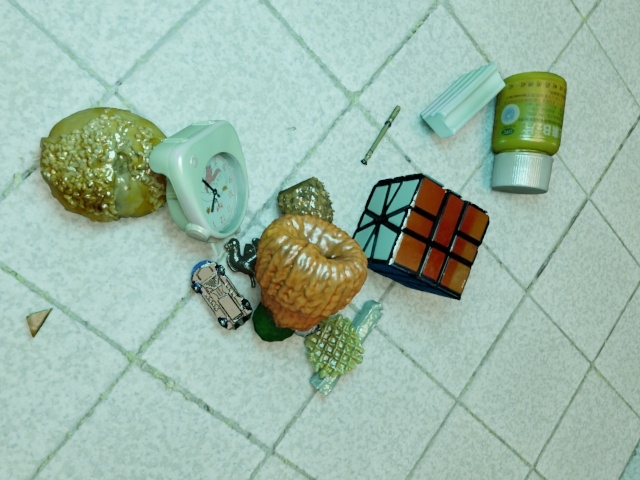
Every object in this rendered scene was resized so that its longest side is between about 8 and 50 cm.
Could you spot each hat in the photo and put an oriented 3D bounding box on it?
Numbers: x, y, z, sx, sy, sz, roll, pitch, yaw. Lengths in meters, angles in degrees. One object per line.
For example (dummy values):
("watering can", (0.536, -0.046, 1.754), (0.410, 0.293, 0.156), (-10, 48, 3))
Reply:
("hat", (-0.074, 0.145, 1.169), (0.285, 0.285, 0.400), (16, 116, -22))

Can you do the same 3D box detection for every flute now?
("flute", (0.199, -0.345, 1.454), (0.027, 0.027, 0.233), (36, 78, -20))

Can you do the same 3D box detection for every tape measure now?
("tape measure", (-0.046, 0.247, 1.353), (0.094, 0.054, 0.091), (-9, 76, -4))

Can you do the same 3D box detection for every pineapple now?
("pineapple", (-0.003, 0.001, 1.320), (0.165, 0.165, 0.365), (-27, 104, -19))

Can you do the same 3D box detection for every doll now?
("doll", (-0.197, 0.050, 1.295), (0.139, 0.057, 0.165), (-43, 102, -12))

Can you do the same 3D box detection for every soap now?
("soap", (0.460, -0.454, 1.477), (0.289, 0.173, 0.095), (-43, 107, -15))

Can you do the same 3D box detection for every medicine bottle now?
("medicine bottle", (0.715, -0.364, 1.560), (0.224, 0.224, 0.385), (7, 90, -22))

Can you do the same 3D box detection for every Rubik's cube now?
("Rubik's cube", (0.291, -0.012, 1.369), (0.283, 0.288, 0.294), (28, 83, -20))

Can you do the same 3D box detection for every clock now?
("clock", (-0.289, -0.127, 1.153), (0.265, 0.108, 0.324), (-58, 145, -53))

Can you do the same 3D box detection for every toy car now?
("toy car", (-0.282, 0.152, 1.258), (0.103, 0.063, 0.216), (-37, 99, -17))

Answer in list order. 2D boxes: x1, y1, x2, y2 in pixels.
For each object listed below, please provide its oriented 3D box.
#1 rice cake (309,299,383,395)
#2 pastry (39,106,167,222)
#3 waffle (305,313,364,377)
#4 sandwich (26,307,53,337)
("rice cake", (0.090, 0.331, 1.416), (0.063, 0.066, 0.336), (43, 75, -22))
("pastry", (-0.507, -0.185, 1.085), (0.315, 0.184, 0.285), (2, 91, -22))
("waffle", (0.038, 0.321, 1.366), (0.169, 0.036, 0.184), (-22, 71, -2))
("sandwich", (-0.703, 0.196, 1.103), (0.044, 0.031, 0.083), (31, 79, -25))
